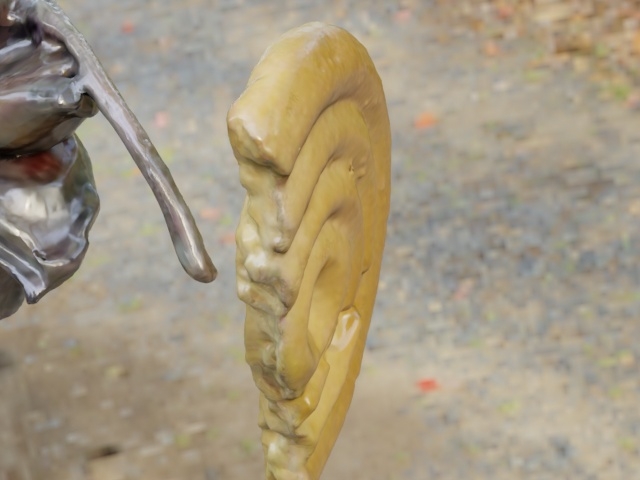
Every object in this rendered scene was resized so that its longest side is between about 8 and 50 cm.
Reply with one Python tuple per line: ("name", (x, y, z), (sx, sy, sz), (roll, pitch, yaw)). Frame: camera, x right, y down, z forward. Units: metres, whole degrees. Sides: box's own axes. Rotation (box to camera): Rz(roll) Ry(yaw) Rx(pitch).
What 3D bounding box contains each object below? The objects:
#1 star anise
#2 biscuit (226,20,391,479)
("star anise", (-0.210, -0.068, 1.271), (0.139, 0.359, 0.316), (-28, -11, -33))
("biscuit", (0.001, 0.000, 0.810), (0.033, 0.224, 0.144), (12, 45, 14))
